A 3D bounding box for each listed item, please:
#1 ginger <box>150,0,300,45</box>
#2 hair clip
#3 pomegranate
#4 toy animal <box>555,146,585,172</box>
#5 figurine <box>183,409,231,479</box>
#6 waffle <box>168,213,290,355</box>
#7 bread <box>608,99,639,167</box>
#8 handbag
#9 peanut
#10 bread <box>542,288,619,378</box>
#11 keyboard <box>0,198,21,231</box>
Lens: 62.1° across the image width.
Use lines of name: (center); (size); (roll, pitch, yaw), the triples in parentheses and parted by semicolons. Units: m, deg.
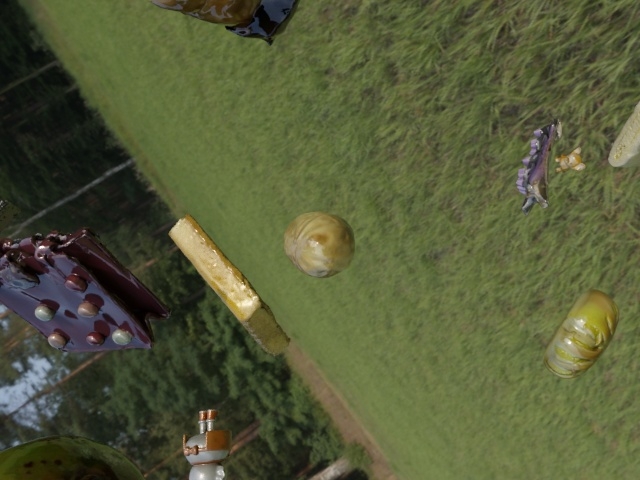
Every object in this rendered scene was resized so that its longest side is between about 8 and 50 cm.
ginger: (-0.097, -0.382, 0.616); (0.223, 0.269, 0.200); (17, -132, -34)
hair clip: (0.569, -0.200, 1.369); (0.085, 0.292, 0.106); (1, 149, 43)
pomegranate: (-0.373, 0.404, 0.689); (0.291, 0.323, 0.290); (31, -141, -28)
toy animal: (0.644, -0.201, 1.354); (0.083, 0.081, 0.060); (163, 108, -69)
figurine: (-0.314, 0.605, 1.457); (0.143, 0.144, 0.271); (67, -156, -49)
waffle: (-0.155, 0.089, 0.953); (0.221, 0.055, 0.247); (47, 168, 25)
bread: (0.625, -0.195, 0.963); (0.139, 0.178, 0.060); (107, 150, -43)
handbag: (-0.340, 0.076, 0.723); (0.216, 0.203, 0.073); (60, -147, -43)
peanut: (0.000, 0.000, 1.129); (0.147, 0.148, 0.319); (56, -173, -4)
bread: (0.575, 0.211, 1.169); (0.105, 0.213, 0.213); (31, 161, 21)
keyboard: (-0.708, 0.013, 1.077); (0.023, 0.231, 0.072); (36, 166, 3)
